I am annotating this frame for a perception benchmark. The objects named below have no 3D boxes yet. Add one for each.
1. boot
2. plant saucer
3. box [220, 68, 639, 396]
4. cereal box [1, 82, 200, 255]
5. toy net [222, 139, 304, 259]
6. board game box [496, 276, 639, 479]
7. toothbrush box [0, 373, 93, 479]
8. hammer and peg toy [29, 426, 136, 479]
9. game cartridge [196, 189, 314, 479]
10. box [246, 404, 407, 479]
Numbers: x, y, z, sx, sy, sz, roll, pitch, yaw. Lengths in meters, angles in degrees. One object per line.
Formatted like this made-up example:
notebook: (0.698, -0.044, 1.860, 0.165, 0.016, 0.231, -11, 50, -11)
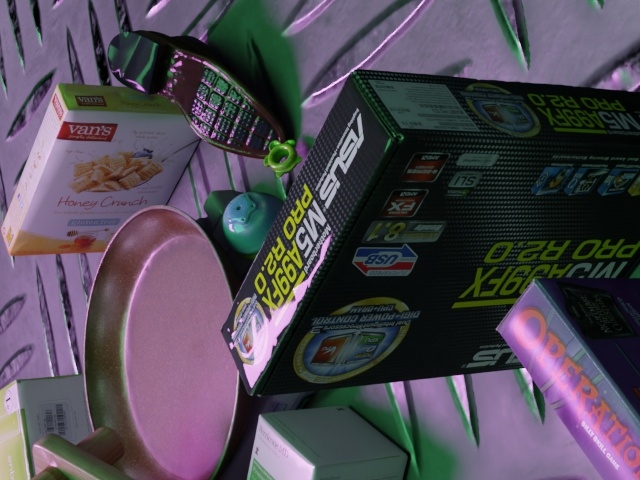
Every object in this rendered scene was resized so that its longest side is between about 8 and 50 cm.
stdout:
boot: (-0.104, -0.161, 1.227, 0.219, 0.106, 0.082, 34, 119, 17)
plant saucer: (-0.152, 0.120, 1.210, 0.310, 0.050, 0.310, -5, 84, 53)
box: (0.097, 0.000, 0.758, 0.060, 0.270, 0.216, 60, 136, 36)
cereal box: (-0.244, -0.075, 1.334, 0.240, 0.173, 0.047, -56, 48, 41)
toy net: (0.000, 0.000, 1.093, 0.122, 0.045, 0.232, -47, 51, -4)
board game box: (0.256, 0.154, 0.588, 0.347, 0.208, 0.056, 58, 136, 35)
toothbrush box: (-0.391, 0.313, 1.613, 0.283, 0.122, 0.206, -30, 67, 53)
hammer and peg toy: (-0.124, 0.352, 1.097, 0.361, 0.127, 0.266, 23, 129, 29)
game cartridge: (-0.118, 0.154, 1.249, 0.230, 0.068, 0.355, 54, 128, 34)
box: (0.004, 0.208, 1.050, 0.101, 0.102, 0.087, 33, 116, 51)
